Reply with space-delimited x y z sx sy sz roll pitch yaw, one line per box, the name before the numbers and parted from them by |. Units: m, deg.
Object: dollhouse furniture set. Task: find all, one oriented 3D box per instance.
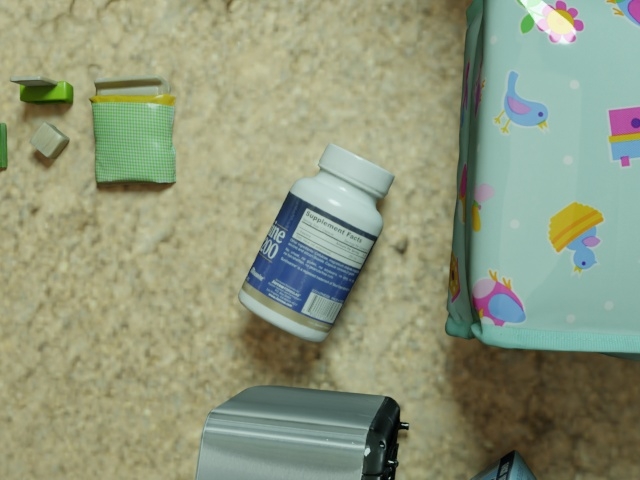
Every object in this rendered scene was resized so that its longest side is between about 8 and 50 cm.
dollhouse furniture set | -0.179 -0.077 0.738 0.151 0.058 0.076 -1 89 12

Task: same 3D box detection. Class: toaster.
toaster | -0.012 0.182 0.634 0.110 0.185 0.168 6 90 7

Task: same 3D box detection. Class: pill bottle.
pill bottle | 0.000 0.000 0.695 0.067 0.067 0.120 28 94 11

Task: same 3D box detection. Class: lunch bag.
lunch bag | 0.213 -0.038 0.610 0.262 0.160 0.224 5 86 1

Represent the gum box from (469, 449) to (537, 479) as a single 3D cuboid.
gum box | 0.148 0.221 0.612 0.041 0.157 0.184 -36 82 9
